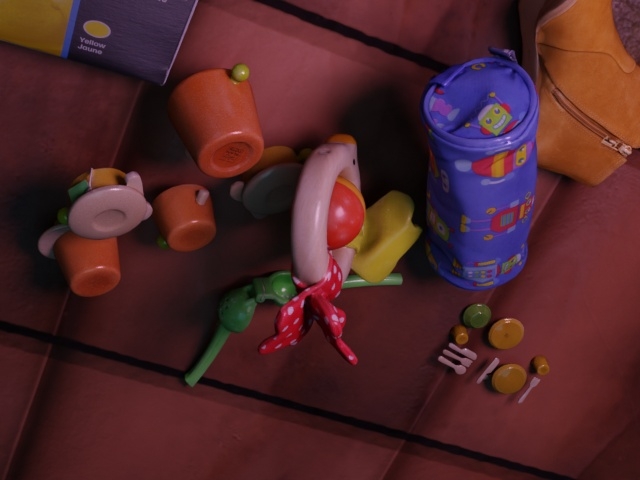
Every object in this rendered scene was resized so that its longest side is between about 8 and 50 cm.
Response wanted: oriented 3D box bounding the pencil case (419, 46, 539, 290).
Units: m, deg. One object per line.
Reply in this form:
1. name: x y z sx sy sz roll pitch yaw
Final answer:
1. pencil case: 0.168 -0.067 1.117 0.119 0.133 0.306 -32 149 -12

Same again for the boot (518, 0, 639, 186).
1. boot: 0.309 -0.205 1.132 0.211 0.104 0.295 19 121 -22

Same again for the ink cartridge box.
1. ink cartridge box: -0.252 -0.284 0.945 0.304 0.072 0.307 15 153 -14

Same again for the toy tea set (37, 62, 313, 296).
1. toy tea set: -0.182 -0.072 1.156 0.336 0.124 0.200 -26 149 4

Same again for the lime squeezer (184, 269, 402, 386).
1. lime squeezer: -0.054 0.089 1.272 0.310 0.059 0.110 -27 119 8

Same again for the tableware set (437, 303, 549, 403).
1. tableware set: 0.236 0.146 1.359 0.154 0.024 0.104 28 109 -19

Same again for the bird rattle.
1. bird rattle: 0.000 0.000 1.114 0.143 0.253 0.207 9 123 26
